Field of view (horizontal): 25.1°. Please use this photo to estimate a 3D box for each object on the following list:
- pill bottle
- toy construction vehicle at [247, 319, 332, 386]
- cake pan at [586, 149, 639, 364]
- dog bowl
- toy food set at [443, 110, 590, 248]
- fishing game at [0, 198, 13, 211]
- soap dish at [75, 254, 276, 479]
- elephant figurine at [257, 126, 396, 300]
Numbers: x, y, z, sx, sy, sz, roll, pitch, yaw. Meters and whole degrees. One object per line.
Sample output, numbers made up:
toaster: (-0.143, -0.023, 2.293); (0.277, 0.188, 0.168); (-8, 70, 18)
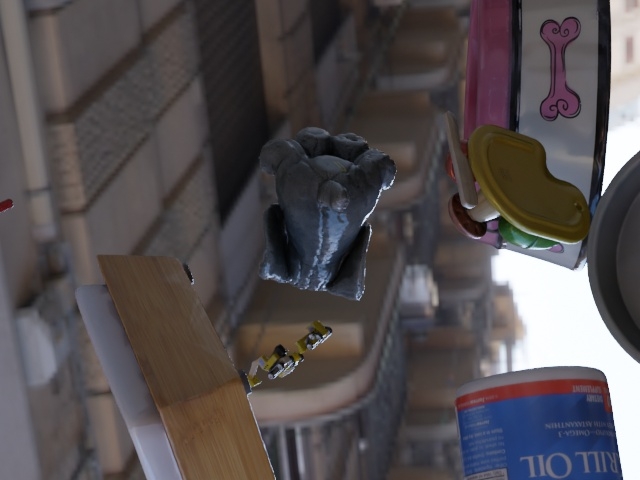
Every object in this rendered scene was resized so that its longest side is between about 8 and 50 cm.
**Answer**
pill bottle: (0.177, 0.215, 1.111); (0.124, 0.221, 0.124); (-6, 165, -2)
toy construction vehicle: (-0.042, 0.139, 1.768); (0.086, 0.035, 0.098); (-31, 168, -44)
cake pan: (0.435, 0.017, 1.542); (0.293, 0.293, 0.054); (5, 176, 25)
dog bowl: (0.259, -0.167, 1.794); (0.150, 0.407, 0.408); (3, -159, 3)
toy food set: (0.179, -0.047, 1.457); (0.218, 0.128, 0.071); (15, 140, -41)
fishing game: (-0.409, 0.002, 1.298); (0.264, 0.041, 0.189); (-1, -160, 38)
soap dish: (-0.133, 0.162, 1.396); (0.118, 0.228, 0.291); (-21, -148, -9)
elephant figurine: (0.000, 0.000, 1.725); (0.169, 0.239, 0.186); (29, -148, 32)
